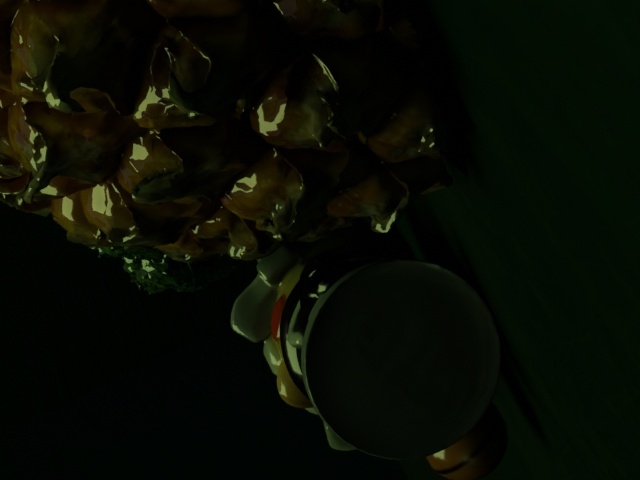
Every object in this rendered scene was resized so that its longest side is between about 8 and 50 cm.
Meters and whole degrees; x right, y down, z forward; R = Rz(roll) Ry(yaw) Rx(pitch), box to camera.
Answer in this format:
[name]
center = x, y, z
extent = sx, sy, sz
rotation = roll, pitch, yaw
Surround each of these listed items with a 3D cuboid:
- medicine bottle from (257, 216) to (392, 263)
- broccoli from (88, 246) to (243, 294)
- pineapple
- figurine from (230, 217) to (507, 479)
[medicine bottle]
center = 0.000, 0.000, 1.473
extent = 0.187, 0.103, 0.103
rotation = 62, 177, 43
[broccoli]
center = -0.114, -0.087, 1.176
extent = 0.270, 0.270, 0.270
rotation = -1, -90, -79
[pineapple]
center = -0.104, -0.080, 0.854
extent = 0.344, 0.286, 0.209
rotation = 63, 177, -21
[figurine]
center = 0.037, 0.070, 1.216
extent = 0.176, 0.133, 0.236
rotation = 53, 174, -11
